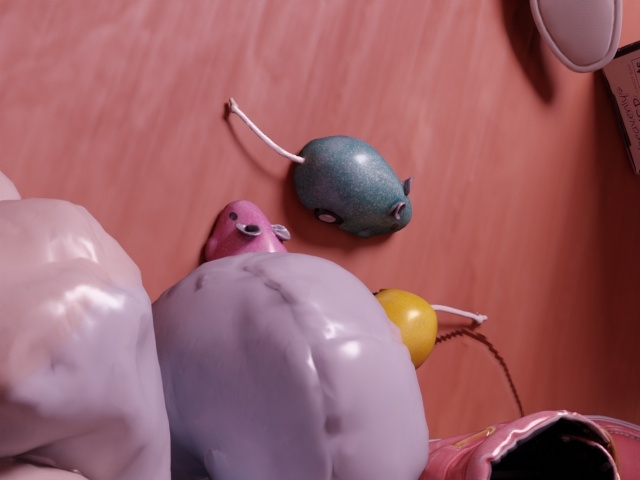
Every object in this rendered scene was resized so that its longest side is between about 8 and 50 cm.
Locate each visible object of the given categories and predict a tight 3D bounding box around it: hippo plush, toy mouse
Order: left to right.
[{"bbox_3d":[-0.044,0.103,0.484,0.236,0.234,0.294,0,79,-35],"label":"hippo plush"},{"bbox_3d":[0.000,0.000,0.663,0.161,0.031,0.143,-27,96,-36],"label":"toy mouse"}]

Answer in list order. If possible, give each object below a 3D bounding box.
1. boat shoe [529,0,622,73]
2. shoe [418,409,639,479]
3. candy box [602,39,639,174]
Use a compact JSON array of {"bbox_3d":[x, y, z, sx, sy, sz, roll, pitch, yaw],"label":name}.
[{"bbox_3d":[0.118,-0.145,0.775,0.046,0.038,0.125,-21,92,7],"label":"boat shoe"},{"bbox_3d":[0.113,0.108,0.688,0.178,0.081,0.063,2,78,-35],"label":"shoe"},{"bbox_3d":[0.277,-0.103,0.757,0.159,0.233,0.071,-17,90,-36],"label":"candy box"}]
